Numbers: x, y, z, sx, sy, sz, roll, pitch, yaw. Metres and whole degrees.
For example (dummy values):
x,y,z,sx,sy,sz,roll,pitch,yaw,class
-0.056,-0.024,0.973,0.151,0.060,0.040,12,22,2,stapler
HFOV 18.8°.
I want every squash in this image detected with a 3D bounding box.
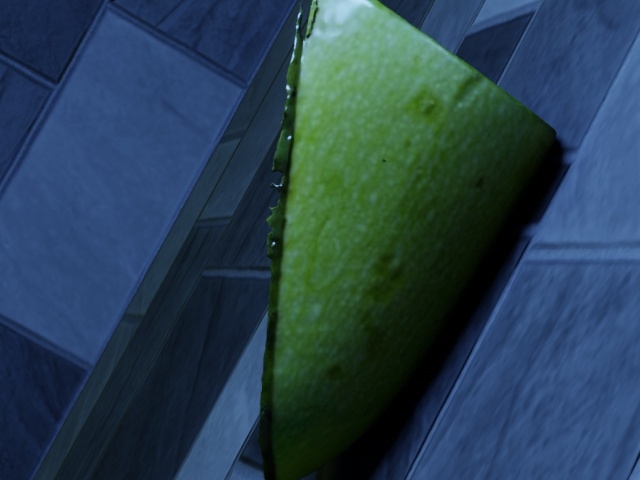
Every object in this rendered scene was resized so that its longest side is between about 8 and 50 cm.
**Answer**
x,y,z,sx,sy,sz,roll,pitch,yaw,class
0.000,0.000,1.317,0.309,0.210,0.233,-54,0,6,squash
